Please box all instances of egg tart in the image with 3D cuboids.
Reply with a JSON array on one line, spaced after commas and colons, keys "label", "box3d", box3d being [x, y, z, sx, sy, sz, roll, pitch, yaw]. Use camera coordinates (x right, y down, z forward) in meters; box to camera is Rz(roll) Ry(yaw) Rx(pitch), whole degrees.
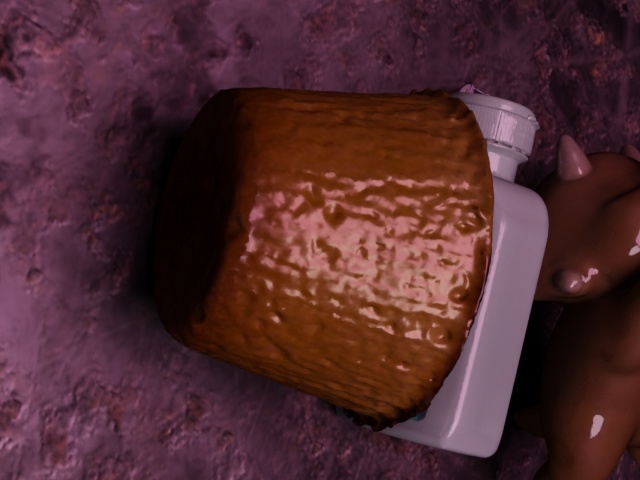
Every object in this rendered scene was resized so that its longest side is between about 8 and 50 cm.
[{"label": "egg tart", "box3d": [0.000, 0.000, 0.900, 0.170, 0.215, 0.215, 12, 80, -22]}]

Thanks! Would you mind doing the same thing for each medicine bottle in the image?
[{"label": "medicine bottle", "box3d": [0.086, 0.020, 0.990, 0.083, 0.121, 0.229, 16, 86, -36]}]

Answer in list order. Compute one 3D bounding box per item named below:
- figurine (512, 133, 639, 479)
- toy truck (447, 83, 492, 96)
[{"label": "figurine", "box3d": [0.195, 0.048, 1.075, 0.177, 0.173, 0.247, -19, 131, -34]}, {"label": "toy truck", "box3d": [0.095, -0.073, 1.070, 0.044, 0.039, 0.083, 35, 68, -17]}]
